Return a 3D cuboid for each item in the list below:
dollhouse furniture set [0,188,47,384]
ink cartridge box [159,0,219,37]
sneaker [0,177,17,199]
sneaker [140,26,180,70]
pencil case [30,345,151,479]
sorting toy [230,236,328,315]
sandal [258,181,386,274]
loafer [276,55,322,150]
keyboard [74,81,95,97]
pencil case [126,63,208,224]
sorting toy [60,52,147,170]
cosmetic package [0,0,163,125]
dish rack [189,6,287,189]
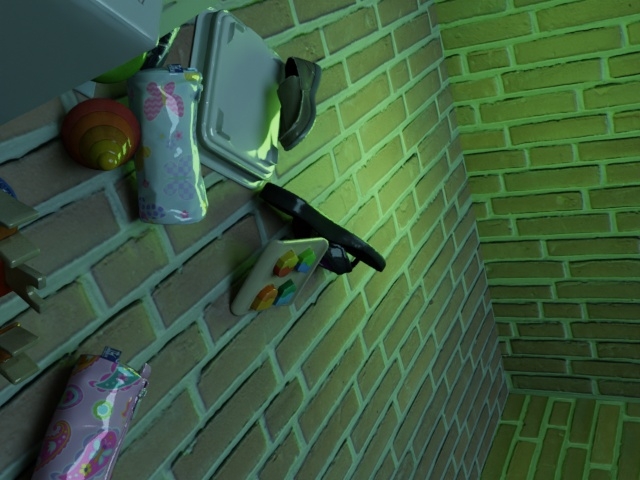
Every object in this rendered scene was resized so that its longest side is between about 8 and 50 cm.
[{"bbox_3d":[-0.458,0.081,0.763,0.259,0.135,0.262,-37,150,-50],"label":"dollhouse furniture set"},{"bbox_3d":[-0.272,-0.481,1.036,0.117,0.201,0.278,-14,85,-60],"label":"ink cartridge box"},{"bbox_3d":[-0.485,-0.101,0.836,0.232,0.090,0.081,55,40,-10],"label":"sneaker"},{"bbox_3d":[-0.268,-0.426,1.197,0.122,0.110,0.283,35,62,-69],"label":"sneaker"},{"bbox_3d":[-0.347,0.307,0.981,0.124,0.124,0.284,47,50,-48],"label":"pencil case"},{"bbox_3d":[-0.080,0.080,1.435,0.208,0.038,0.193,0,126,-58],"label":"sorting toy"},{"bbox_3d":[-0.002,-0.001,1.598,0.445,0.167,0.107,33,85,-46],"label":"sandal"},{"bbox_3d":[-0.062,-0.299,1.433,0.087,0.094,0.251,29,49,-28],"label":"loafer"},{"bbox_3d":[-0.434,-0.300,0.995,0.256,0.014,0.072,27,70,-56],"label":"keyboard"},{"bbox_3d":[-0.259,-0.162,1.140,0.124,0.113,0.273,-13,110,-41],"label":"pencil case"},{"bbox_3d":[-0.304,-0.246,0.951,0.127,0.126,0.366,-1,120,-23],"label":"sorting toy"},{"bbox_3d":[-0.382,-0.398,0.721,0.329,0.327,0.394,30,55,-50],"label":"cosmetic package"},{"bbox_3d":[-0.162,-0.299,1.402,0.285,0.072,0.333,26,64,-55],"label":"dish rack"}]
